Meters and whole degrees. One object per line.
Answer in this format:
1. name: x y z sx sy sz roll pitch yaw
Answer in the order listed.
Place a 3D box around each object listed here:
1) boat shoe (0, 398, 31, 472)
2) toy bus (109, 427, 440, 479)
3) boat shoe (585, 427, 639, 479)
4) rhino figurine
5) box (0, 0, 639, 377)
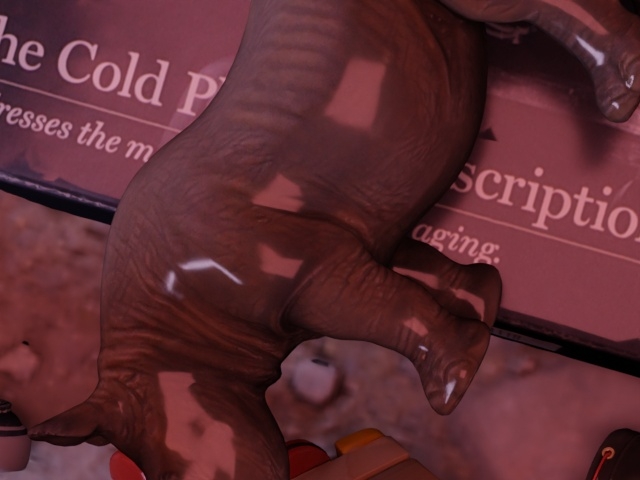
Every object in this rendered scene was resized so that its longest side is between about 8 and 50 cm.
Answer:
1. boat shoe: -0.193 0.032 0.665 0.183 0.065 0.083 14 89 8
2. toy bus: -0.028 0.152 0.593 0.202 0.191 0.104 -3 118 25
3. boat shoe: 0.104 0.135 0.640 0.042 0.049 0.133 25 98 40
4. rhino figurine: 0.000 0.000 0.468 0.106 0.073 0.243 31 92 3
5. box: 0.073 -0.126 0.593 0.343 0.179 0.312 15 87 7
